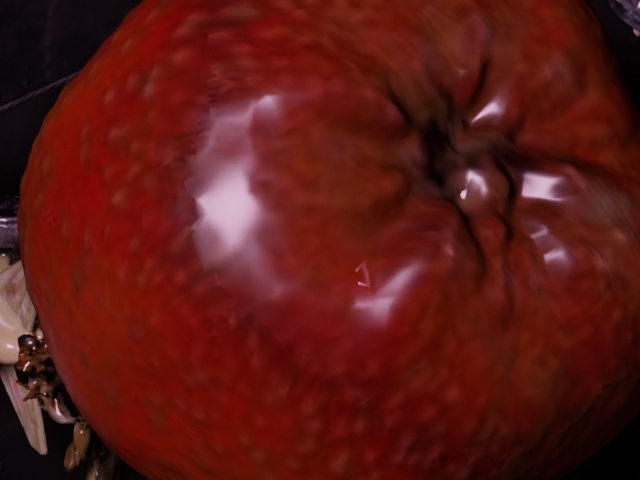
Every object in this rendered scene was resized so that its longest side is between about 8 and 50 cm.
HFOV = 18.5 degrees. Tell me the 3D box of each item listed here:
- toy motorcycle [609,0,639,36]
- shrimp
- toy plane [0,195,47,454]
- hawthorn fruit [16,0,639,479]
[{"bbox_3d":[0.174,-0.132,0.858,0.228,0.151,0.074,-101,26,-59],"label":"toy motorcycle"},{"bbox_3d":[-0.124,0.101,0.956,0.034,0.178,0.124,5,84,7],"label":"shrimp"},{"bbox_3d":[-0.203,0.014,1.063,0.244,0.092,0.229,39,133,51],"label":"toy plane"},{"bbox_3d":[0.000,0.000,0.852,0.300,0.275,0.275,-16,67,39],"label":"hawthorn fruit"}]
